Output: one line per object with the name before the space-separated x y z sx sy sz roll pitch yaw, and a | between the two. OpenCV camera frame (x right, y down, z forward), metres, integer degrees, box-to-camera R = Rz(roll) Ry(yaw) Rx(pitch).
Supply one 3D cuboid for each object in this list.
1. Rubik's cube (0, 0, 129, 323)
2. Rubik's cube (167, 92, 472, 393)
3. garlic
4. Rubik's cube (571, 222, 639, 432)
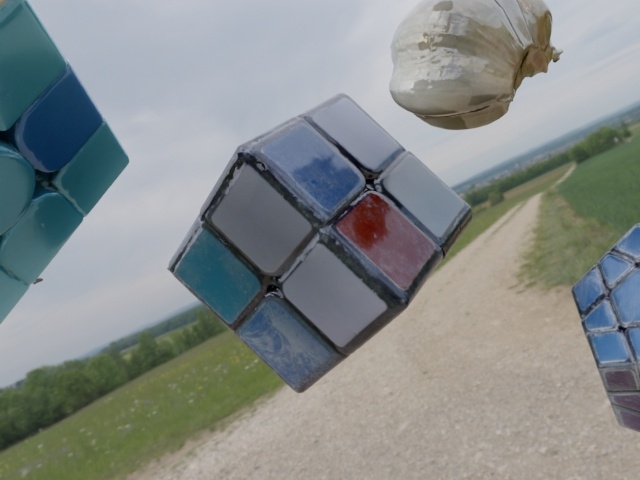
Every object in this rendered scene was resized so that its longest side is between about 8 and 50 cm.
Rubik's cube | -0.420 -0.105 0.579 0.291 0.291 0.290 -56 -14 -19
Rubik's cube | 0.000 0.000 0.974 0.316 0.313 0.318 -43 -4 -48
garlic | 0.197 -0.275 0.848 0.203 0.184 0.281 10 52 45
Rubik's cube | 0.489 0.113 0.773 0.264 0.318 0.319 23 -30 -27
